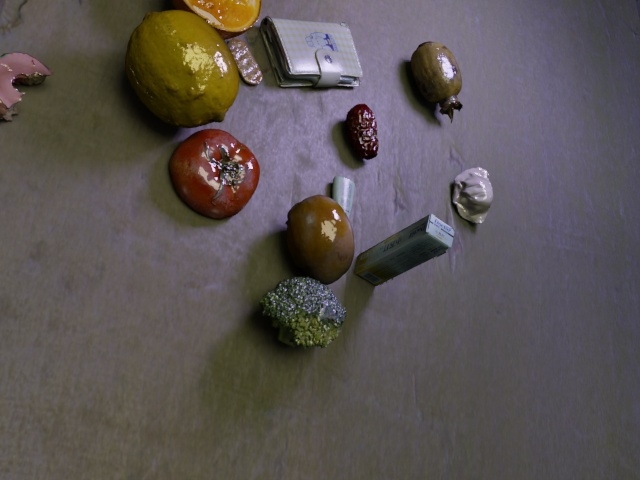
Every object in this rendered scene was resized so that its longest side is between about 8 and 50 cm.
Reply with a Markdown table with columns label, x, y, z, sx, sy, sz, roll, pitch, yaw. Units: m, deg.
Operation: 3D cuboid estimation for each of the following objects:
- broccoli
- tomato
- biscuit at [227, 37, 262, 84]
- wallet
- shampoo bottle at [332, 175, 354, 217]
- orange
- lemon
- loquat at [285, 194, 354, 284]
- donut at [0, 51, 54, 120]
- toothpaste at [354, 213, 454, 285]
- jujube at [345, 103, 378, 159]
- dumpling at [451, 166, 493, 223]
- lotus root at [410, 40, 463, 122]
| label | x | y | z | sx | sy | sz | roll | pitch | yaw |
| --- | --- | --- | --- | --- | --- | --- | --- | --- | --- |
| broccoli | -0.039 | 0.173 | 1.585 | 0.198 | 0.226 | 0.176 | 39 | 69 | 14 |
| tomato | -0.247 | -0.175 | 1.631 | 0.237 | 0.095 | 0.237 | 14 | 63 | -30 |
| biscuit | -0.211 | -0.497 | 1.842 | 0.071 | 0.018 | 0.147 | -26 | 86 | -38 |
| wallet | -0.016 | -0.563 | 1.978 | 0.309 | 0.077 | 0.223 | -10 | 73 | -38 |
| shampoo bottle | 0.059 | -0.085 | 1.839 | 0.069 | 0.041 | 0.191 | 23 | 59 | -32 |
| orange | -0.271 | -0.685 | 1.738 | 0.274 | 0.274 | 0.310 | 6 | 101 | -33 |
| lemon | -0.328 | -0.405 | 1.574 | 0.284 | 0.260 | 0.260 | 40 | 53 | -20 |
| loquat | 0.000 | 0.000 | 1.677 | 0.179 | 0.179 | 0.227 | -9 | 80 | -37 |
| donut | -0.671 | -0.342 | 1.425 | 0.117 | 0.065 | 0.166 | 41 | 52 | -15 |
| toothpaste | 0.211 | 0.032 | 1.720 | 0.089 | 0.313 | 0.071 | 32 | 55 | -19 |
| jujube | 0.122 | -0.320 | 1.949 | 0.104 | 0.104 | 0.166 | -1 | 73 | -35 |
| dumpling | 0.489 | -0.147 | 2.135 | 0.127 | 0.108 | 0.188 | 2 | 86 | -10 |
| lotus root | 0.394 | -0.529 | 2.195 | 0.154 | 0.154 | 0.278 | -12 | 80 | -38 |
